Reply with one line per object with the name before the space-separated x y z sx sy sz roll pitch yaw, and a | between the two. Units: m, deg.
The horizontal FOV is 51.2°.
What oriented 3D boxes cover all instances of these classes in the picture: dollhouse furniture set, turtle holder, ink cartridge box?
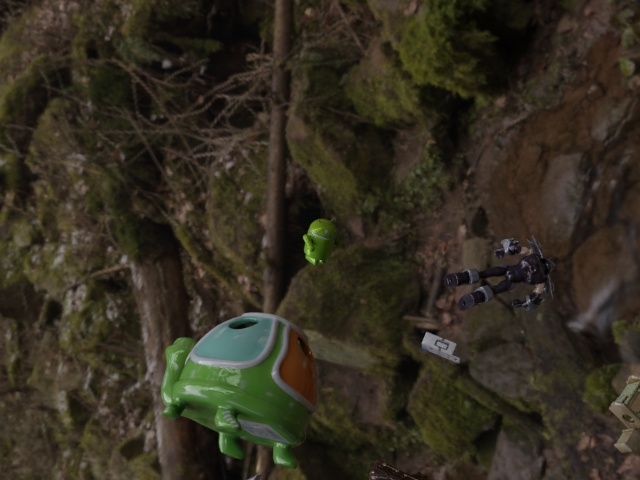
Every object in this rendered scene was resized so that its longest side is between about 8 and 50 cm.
dollhouse furniture set | 0.829 0.432 1.709 0.182 0.101 0.161 -42 -5 -28
turtle holder | -0.142 0.262 1.222 0.320 0.243 0.227 -26 37 54
ink cartridge box | 0.255 0.223 1.391 0.028 0.083 0.048 -64 -18 -17

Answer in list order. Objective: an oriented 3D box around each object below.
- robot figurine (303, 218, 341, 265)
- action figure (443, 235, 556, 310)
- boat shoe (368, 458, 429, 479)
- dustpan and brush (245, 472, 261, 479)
robot figurine | 0.000 0.000 1.570 0.067 0.101 0.115 37 123 40
action figure | 0.459 0.088 1.641 0.099 0.285 0.185 112 142 -64
boat shoe | 0.209 0.547 1.486 0.073 0.207 0.073 85 -153 -48
dustpan and brush | -0.173 0.440 0.992 0.147 0.060 0.211 -33 24 24
